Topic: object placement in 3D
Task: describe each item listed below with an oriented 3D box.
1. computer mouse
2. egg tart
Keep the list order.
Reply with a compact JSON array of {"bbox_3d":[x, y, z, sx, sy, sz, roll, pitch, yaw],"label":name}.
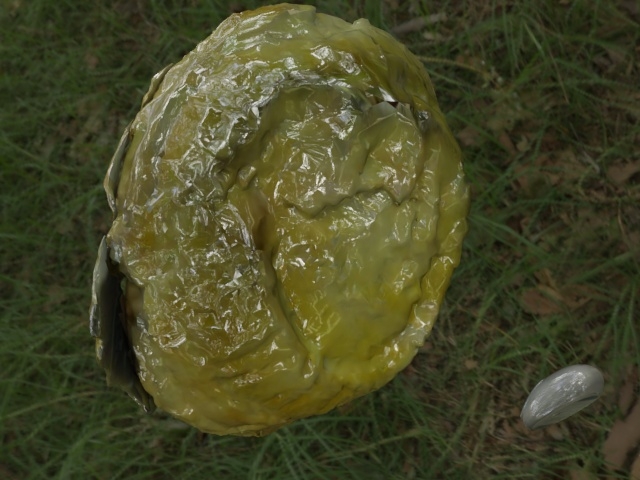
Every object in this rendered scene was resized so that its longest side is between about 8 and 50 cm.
[{"bbox_3d":[0.243,0.156,0.809,0.096,0.066,0.039,-47,53,37],"label":"computer mouse"},{"bbox_3d":[0.000,0.000,0.419,0.252,0.232,0.098,-51,38,-14],"label":"egg tart"}]
